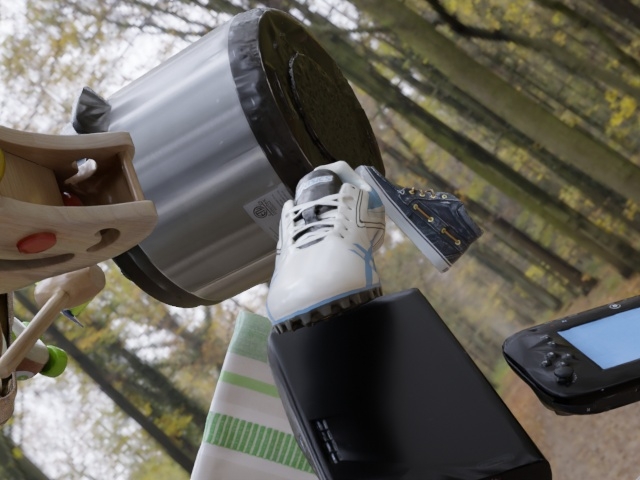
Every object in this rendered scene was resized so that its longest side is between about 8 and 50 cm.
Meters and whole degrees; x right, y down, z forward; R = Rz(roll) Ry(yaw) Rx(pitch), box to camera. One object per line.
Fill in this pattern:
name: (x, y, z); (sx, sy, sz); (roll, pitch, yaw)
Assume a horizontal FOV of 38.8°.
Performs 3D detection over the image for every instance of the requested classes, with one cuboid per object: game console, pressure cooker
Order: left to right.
pressure cooker: (-0.160, -0.102, 1.356); (0.421, 0.369, 0.375); (-27, 0, 23)
game console: (0.153, 0.083, 0.645); (0.362, 0.213, 0.043); (-14, -60, -11)

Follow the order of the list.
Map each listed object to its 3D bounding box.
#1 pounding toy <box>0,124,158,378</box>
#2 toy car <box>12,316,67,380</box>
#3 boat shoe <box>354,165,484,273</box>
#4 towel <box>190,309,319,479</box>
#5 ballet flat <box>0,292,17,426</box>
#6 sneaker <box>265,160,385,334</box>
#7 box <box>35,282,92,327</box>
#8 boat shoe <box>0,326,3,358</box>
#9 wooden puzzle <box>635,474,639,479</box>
pounding toy: (-0.204, 0.002, 0.679); (0.154, 0.154, 0.269); (-24, -17, 8)
toy car: (-0.540, 0.216, 1.474); (0.188, 0.149, 0.155); (-54, -33, -3)
boat shoe: (0.131, -0.049, 1.216); (0.083, 0.183, 0.065); (-43, -4, 3)
towel: (-0.020, 0.269, 1.024); (0.038, 0.248, 0.324); (152, 136, -70)
ballet flat: (-0.458, 0.098, 1.230); (0.108, 0.315, 0.106); (-6, -25, -31)
sneaker: (0.000, 0.000, 0.646); (0.085, 0.086, 0.237); (-20, 13, 11)
box: (-0.353, 0.023, 1.129); (0.042, 0.178, 0.109); (-45, -22, -10)
boat shoe: (-0.387, 0.087, 0.975); (0.063, 0.059, 0.170); (-41, -38, -52)
wooden puzzle: (0.255, 0.371, 0.693); (0.322, 0.348, 0.080); (-48, 20, -4)
